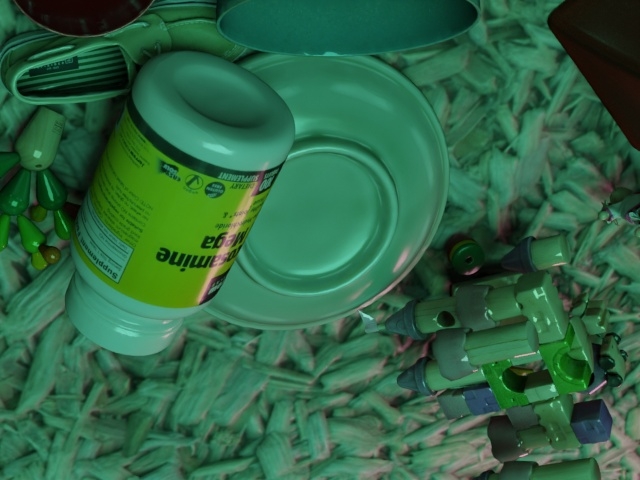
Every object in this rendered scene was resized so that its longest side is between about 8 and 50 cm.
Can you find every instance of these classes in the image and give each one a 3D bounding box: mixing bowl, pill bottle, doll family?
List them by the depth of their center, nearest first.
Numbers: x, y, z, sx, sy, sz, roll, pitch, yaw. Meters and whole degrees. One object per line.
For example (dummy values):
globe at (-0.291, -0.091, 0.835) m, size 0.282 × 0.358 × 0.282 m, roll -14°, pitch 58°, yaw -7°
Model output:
mixing bowl at (-0.264, -0.323, 1.661) m, size 0.181 × 0.098 × 0.181 m, roll -9°, pitch 121°, yaw -16°
pill bottle at (-0.173, -0.033, 1.740) m, size 0.188 × 0.188 × 0.334 m, roll 11°, pitch 127°, yaw -25°
doll family at (0.505, -0.060, 2.056) m, size 0.263 × 0.163 × 0.118 m, roll -32°, pitch 105°, yaw -6°

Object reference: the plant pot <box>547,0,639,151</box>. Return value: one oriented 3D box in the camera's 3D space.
plant pot at (0.494, -0.228, 1.904) m, size 0.267 × 0.236 × 0.267 m, roll -39°, pitch 124°, yaw 6°

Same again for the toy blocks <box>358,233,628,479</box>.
toy blocks at (0.225, 0.171, 2.024) m, size 0.260 × 0.309 × 0.289 m, roll -15°, pitch 116°, yaw 28°

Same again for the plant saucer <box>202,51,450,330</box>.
plant saucer at (-0.016, -0.042, 1.901) m, size 0.400 × 0.100 × 0.400 m, roll -8°, pitch 120°, yaw -13°

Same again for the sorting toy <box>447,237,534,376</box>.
sorting toy at (0.240, 0.105, 2.118) m, size 0.132 × 0.046 × 0.274 m, roll -12°, pitch 121°, yaw -13°

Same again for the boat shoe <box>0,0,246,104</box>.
boat shoe at (-0.217, -0.205, 1.747) m, size 0.302 × 0.094 × 0.109 m, roll -15°, pitch 122°, yaw -11°

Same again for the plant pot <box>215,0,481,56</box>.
plant pot at (0.028, -0.333, 1.682) m, size 0.290 × 0.290 × 0.195 m, roll 1°, pitch 82°, yaw -20°

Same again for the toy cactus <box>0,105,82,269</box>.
toy cactus at (-0.346, -0.068, 1.772) m, size 0.219 × 0.112 × 0.180 m, roll 25°, pitch 90°, yaw -39°
